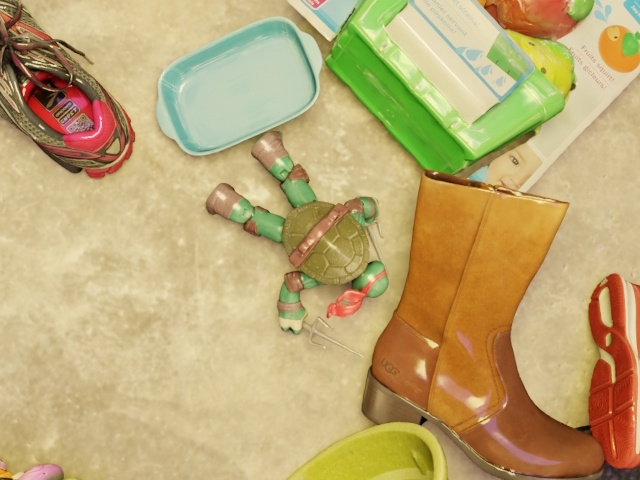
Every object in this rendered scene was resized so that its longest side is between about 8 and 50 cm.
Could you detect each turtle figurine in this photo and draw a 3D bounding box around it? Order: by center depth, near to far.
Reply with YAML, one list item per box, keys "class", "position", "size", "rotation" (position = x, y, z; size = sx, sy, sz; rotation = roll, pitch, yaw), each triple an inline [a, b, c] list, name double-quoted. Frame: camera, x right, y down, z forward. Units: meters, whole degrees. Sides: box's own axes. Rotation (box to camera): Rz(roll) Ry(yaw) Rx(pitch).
- class: "turtle figurine"
  position: [0.000, 0.000, 0.868]
  size: [0.234, 0.118, 0.175]
  rotation: [43, 71, 7]

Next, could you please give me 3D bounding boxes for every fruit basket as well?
- class: "fruit basket"
  position: [0.194, -0.251, 0.888]
  size: [0.353, 0.165, 0.327]
  rotation: [-43, 92, -12]

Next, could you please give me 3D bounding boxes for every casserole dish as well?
- class: "casserole dish"
  position: [-0.085, -0.161, 0.883]
  size: [0.188, 0.037, 0.114]
  rotation: [-23, 83, 9]

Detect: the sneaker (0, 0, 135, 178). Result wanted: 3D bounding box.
- class: "sneaker"
  position: [-0.314, -0.188, 0.838]
  size: [0.299, 0.112, 0.121]
  rotation: [36, 82, -3]

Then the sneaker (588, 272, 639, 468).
- class: "sneaker"
  position: [0.366, 0.146, 0.893]
  size: [0.128, 0.087, 0.221]
  rotation: [16, 61, -10]

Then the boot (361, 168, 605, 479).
- class: "boot"
  position: [0.195, 0.088, 0.839]
  size: [0.264, 0.096, 0.280]
  rotation: [21, 106, 18]

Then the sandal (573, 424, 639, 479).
- class: "sandal"
  position: [0.460, 0.245, 0.912]
  size: [0.446, 0.107, 0.167]
  rotation: [-16, 88, -8]

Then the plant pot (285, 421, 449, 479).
- class: "plant pot"
  position: [0.075, 0.364, 0.792]
  size: [0.276, 0.276, 0.254]
  rotation: [-40, 103, -9]

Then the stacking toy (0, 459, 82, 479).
- class: "stacking toy"
  position: [-0.270, 0.286, 0.806]
  size: [0.302, 0.175, 0.165]
  rotation: [37, 83, 10]

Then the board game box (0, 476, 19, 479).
- class: "board game box"
  position: [-0.444, 0.306, 0.753]
  size: [0.347, 0.056, 0.208]
  rotation: [3, 81, 15]
